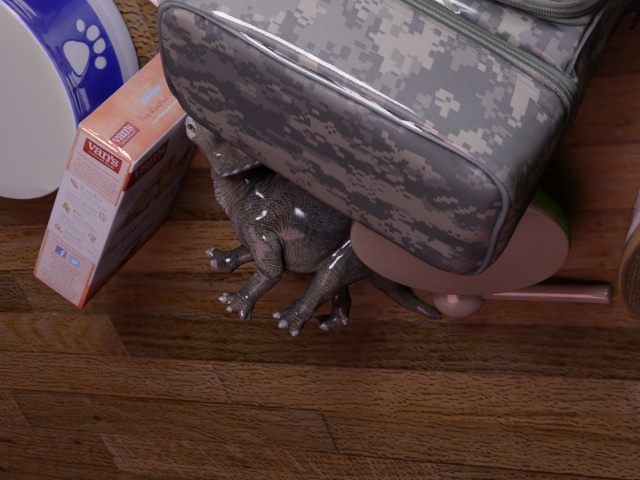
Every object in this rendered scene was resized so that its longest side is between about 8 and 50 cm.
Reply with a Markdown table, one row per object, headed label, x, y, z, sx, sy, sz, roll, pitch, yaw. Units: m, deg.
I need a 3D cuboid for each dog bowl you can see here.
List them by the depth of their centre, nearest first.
| label | x | y | z | sx | sy | sz | roll | pitch | yaw |
| --- | --- | --- | --- | --- | --- | --- | --- | --- | --- |
| dog bowl | -0.313 | -0.175 | 1.429 | 0.264 | 0.104 | 0.265 | 20 | 134 | 22 |

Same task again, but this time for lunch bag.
| label | x | y | z | sx | sy | sz | roll | pitch | yaw |
| --- | --- | --- | --- | --- | --- | --- | --- | --- | --- |
| lunch bag | 0.061 | -0.165 | 1.061 | 0.305 | 0.256 | 0.212 | 30 | 160 | 10 |

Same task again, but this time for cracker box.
| label | x | y | z | sx | sy | sz | roll | pitch | yaw |
| --- | --- | --- | --- | --- | --- | --- | --- | --- | --- |
| cracker box | -0.185 | -0.059 | 1.395 | 0.067 | 0.156 | 0.232 | 35 | 138 | 6 |

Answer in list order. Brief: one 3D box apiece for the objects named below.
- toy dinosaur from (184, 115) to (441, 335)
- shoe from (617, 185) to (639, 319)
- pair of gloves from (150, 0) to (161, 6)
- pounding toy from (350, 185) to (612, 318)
| label | x | y | z | sx | sy | sz | roll | pitch | yaw |
| --- | --- | --- | --- | --- | --- | --- | --- | --- | --- |
| toy dinosaur | 0.000 | 0.000 | 1.314 | 0.313 | 0.121 | 0.160 | 29 | 111 | -15 |
| shoe | 0.288 | -0.020 | 1.166 | 0.076 | 0.058 | 0.219 | 14 | 136 | 10 |
| pair of gloves | -0.043 | -0.208 | 1.251 | 0.240 | 0.042 | 0.204 | 45 | 138 | -7 |
| pounding toy | 0.133 | -0.030 | 1.252 | 0.182 | 0.110 | 0.237 | -10 | 149 | 28 |
